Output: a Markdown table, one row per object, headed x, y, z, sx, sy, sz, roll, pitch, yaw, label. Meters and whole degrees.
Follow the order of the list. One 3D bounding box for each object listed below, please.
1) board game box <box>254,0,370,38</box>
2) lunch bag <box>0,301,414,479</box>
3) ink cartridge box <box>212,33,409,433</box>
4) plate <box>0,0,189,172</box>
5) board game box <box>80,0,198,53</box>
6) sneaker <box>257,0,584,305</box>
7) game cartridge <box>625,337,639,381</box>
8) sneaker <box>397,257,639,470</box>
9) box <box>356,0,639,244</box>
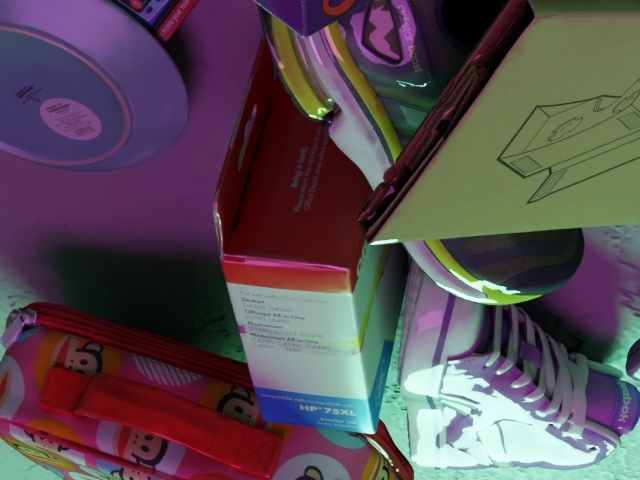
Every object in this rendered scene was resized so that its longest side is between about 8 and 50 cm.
| x | y | z | sx | sy | sz | roll | pitch | yaw | label |
| --- | --- | --- | --- | --- | --- | --- | --- | --- | --- |
| -0.105 | -0.239 | 0.573 | 0.347 | 0.056 | 0.208 | 40 | 155 | 32 | board game box |
| -0.091 | 0.143 | 1.174 | 0.293 | 0.120 | 0.258 | 16 | 164 | 18 | lunch bag |
| 0.000 | 0.000 | 0.990 | 0.078 | 0.134 | 0.231 | 6 | 146 | 11 | ink cartridge box |
| -0.170 | -0.092 | 0.977 | 0.188 | 0.024 | 0.188 | 11 | 146 | 7 | plate |
| -0.126 | -0.170 | 0.891 | 0.145 | 0.027 | 0.281 | 27 | 145 | -15 | board game box |
| 0.084 | -0.065 | 0.895 | 0.121 | 0.111 | 0.300 | -16 | 141 | 26 | sneaker |
| 0.370 | 0.090 | 1.054 | 0.294 | 0.060 | 0.196 | 23 | 149 | -12 | game cartridge |
| 0.134 | 0.077 | 1.095 | 0.161 | 0.102 | 0.282 | 4 | 156 | 10 | sneaker |
| 0.135 | -0.061 | 0.825 | 0.201 | 0.021 | 0.164 | -4 | 144 | -36 | box |
